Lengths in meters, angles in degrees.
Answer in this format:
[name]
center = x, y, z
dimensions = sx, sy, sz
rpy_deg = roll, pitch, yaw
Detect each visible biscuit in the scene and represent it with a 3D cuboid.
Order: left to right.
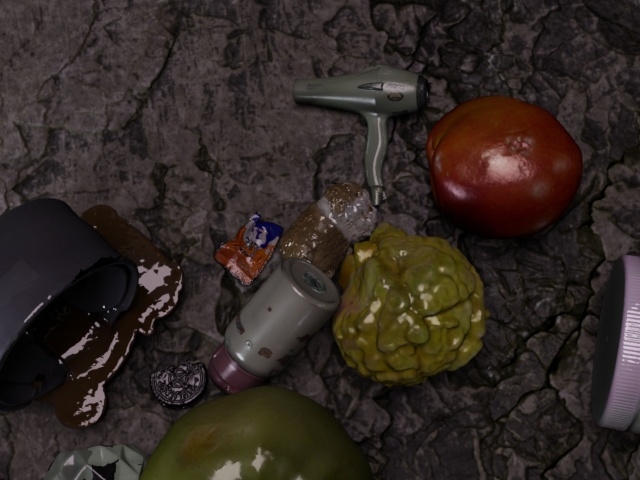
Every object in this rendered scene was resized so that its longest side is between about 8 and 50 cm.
[biscuit]
center = -0.219, 0.219, 1.767
dimensions = 0.089, 0.027, 0.087
rpy_deg = 23, 77, 11

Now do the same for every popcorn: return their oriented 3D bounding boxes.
[popcorn]
center = 0.134, 0.097, 1.691
dimensions = 0.212, 0.259, 0.259
rpy_deg = 28, 75, -17

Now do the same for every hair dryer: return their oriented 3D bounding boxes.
[hair dryer]
center = 0.046, -0.193, 1.865
dimensions = 0.219, 0.088, 0.225
rpy_deg = 23, 91, 18

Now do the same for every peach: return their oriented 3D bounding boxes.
[peach]
center = 0.279, -0.112, 1.745
dimensions = 0.243, 0.199, 0.243
rpy_deg = -1, 57, 1

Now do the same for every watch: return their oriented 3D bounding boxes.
[watch]
center = -0.396, 0.077, 1.668
dimensions = 0.314, 0.327, 0.335
rpy_deg = 41, 79, 14

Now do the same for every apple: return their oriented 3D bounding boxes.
[apple]
center = -0.088, 0.374, 1.559
dimensions = 0.357, 0.357, 0.357
rpy_deg = -1, 73, 4

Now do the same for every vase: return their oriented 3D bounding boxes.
[vase]
center = -0.304, 0.478, 1.632
dimensions = 0.165, 0.165, 0.360
rpy_deg = -9, 76, 1

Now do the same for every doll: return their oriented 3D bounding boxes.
[doll]
center = 0.001, 0.005, 1.776
dimensions = 0.221, 0.105, 0.115
rpy_deg = -54, 42, -5

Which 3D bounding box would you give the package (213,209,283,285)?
[package]
center = -0.113, 0.008, 1.824
dimensions = 0.077, 0.033, 0.110
rpy_deg = 36, 92, -10

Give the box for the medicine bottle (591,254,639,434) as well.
[medicine bottle]
center = 0.524, 0.159, 1.613
dimensions = 0.241, 0.252, 0.252
rpy_deg = 9, 74, 8

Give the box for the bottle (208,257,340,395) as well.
[bottle]
center = -0.078, 0.139, 1.703
dimensions = 0.110, 0.110, 0.233
rpy_deg = 47, 116, 16

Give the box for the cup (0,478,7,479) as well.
[cup]
center = -0.569, 0.401, 1.666
dimensions = 0.288, 0.203, 0.203
rpy_deg = 16, 75, 15
